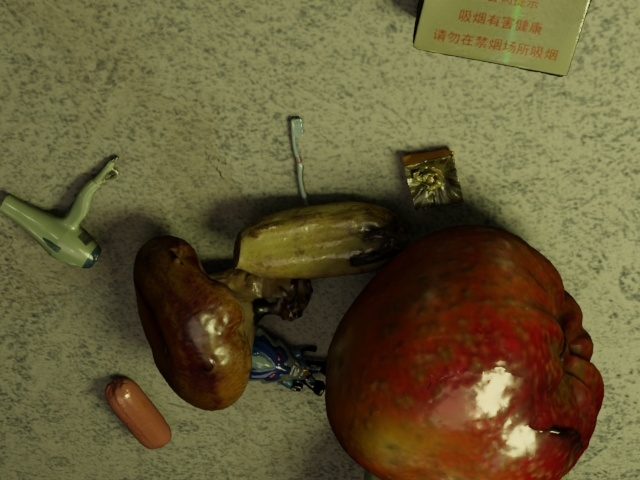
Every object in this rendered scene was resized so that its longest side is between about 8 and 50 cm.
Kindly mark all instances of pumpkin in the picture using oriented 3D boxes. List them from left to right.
[{"bbox_3d":[0.158,-0.085,1.464,0.074,0.054,0.083,-11,120,12],"label":"pumpkin"}]

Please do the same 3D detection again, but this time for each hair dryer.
[{"bbox_3d":[-0.397,-0.064,1.575,0.167,0.067,0.199,19,117,1],"label":"hair dryer"}]

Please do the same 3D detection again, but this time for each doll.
[{"bbox_3d":[-0.080,0.198,1.714,0.195,0.070,0.096,19,98,-10],"label":"doll"}]

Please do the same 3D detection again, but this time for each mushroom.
[{"bbox_3d":[-0.176,0.124,1.601,0.255,0.267,0.267,5,138,-40],"label":"mushroom"}]

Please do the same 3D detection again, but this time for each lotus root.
[{"bbox_3d":[0.000,0.000,1.517,0.259,0.097,0.110,-4,94,0],"label":"lotus root"}]

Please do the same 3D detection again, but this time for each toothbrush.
[{"bbox_3d":[-0.026,-0.093,1.511,0.019,0.013,0.193,-5,126,2],"label":"toothbrush"}]

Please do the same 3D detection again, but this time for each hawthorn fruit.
[{"bbox_3d":[0.183,0.190,1.468,0.403,0.402,0.402,4,128,6],"label":"hawthorn fruit"}]

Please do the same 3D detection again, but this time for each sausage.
[{"bbox_3d":[-0.320,0.302,1.832,0.062,0.062,0.154,-19,121,22],"label":"sausage"}]

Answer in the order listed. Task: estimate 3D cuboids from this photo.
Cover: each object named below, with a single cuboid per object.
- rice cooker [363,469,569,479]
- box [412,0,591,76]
[{"bbox_3d":[0.233,0.445,1.707,0.325,0.335,0.335,-16,123,20],"label":"rice cooker"},{"bbox_3d":[0.235,-0.357,1.222,0.198,0.084,0.310,11,129,1],"label":"box"}]
